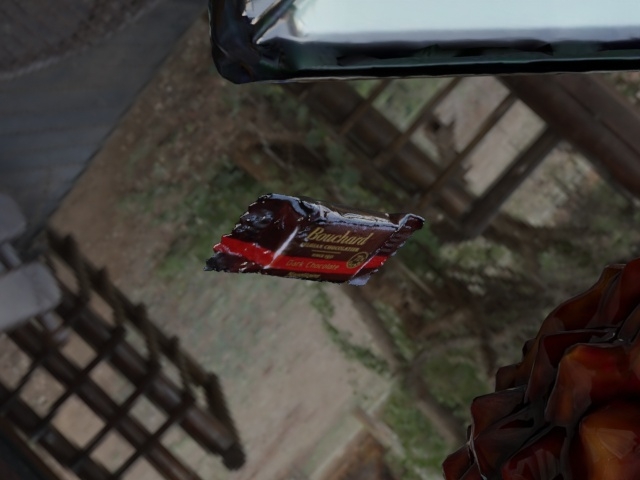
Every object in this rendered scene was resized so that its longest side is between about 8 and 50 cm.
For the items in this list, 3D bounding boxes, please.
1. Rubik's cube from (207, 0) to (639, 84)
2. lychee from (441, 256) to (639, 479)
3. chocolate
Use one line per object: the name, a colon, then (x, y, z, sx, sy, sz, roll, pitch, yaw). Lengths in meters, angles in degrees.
Rubik's cube: (0.069, -0.197, 0.561, 0.246, 0.250, 0.248, -2, -174, -5)
lychee: (0.253, 0.228, 0.544, 0.425, 0.500, 0.424, -27, 169, -6)
chocolate: (0.000, 0.000, 0.912, 0.182, 0.028, 0.086, 3, 136, -49)
